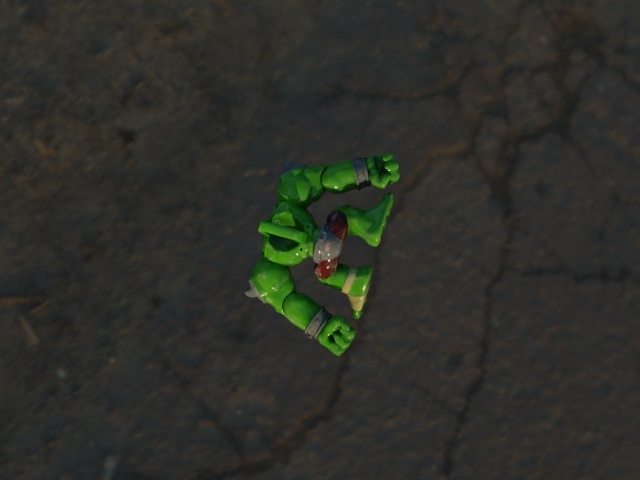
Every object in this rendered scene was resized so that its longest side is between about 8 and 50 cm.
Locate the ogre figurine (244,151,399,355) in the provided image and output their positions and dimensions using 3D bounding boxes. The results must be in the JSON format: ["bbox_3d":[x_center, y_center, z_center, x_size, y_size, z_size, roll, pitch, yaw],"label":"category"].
[{"bbox_3d":[0.000,0.000,1.600,0.118,0.197,0.097,16,17,4],"label":"ogre figurine"}]
